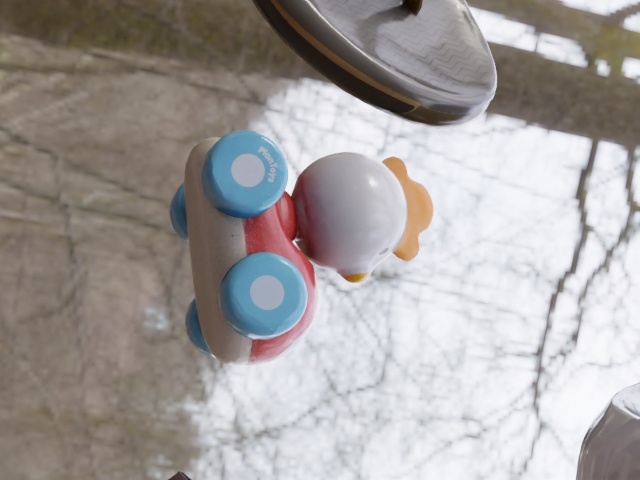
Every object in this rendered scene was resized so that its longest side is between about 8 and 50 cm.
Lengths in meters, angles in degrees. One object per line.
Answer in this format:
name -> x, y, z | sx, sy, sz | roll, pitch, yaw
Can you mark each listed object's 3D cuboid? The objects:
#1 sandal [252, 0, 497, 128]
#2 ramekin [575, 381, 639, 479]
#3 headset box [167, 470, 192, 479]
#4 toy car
sandal -> 0.006, -0.142, 0.488 | 0.060, 0.090, 0.219 | -28, -102, 47
ramekin -> 0.186, 0.110, 0.517 | 0.207, 0.207, 0.109 | -170, -102, -75
headset box -> -0.044, 0.097, 0.332 | 0.032, 0.083, 0.062 | 42, -24, 40
toy car -> 0.000, 0.000, 1.337 | 0.219, 0.238, 0.210 | 145, -63, -73
